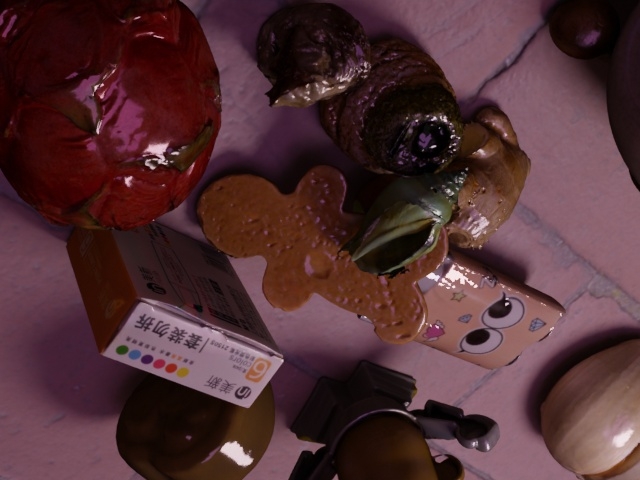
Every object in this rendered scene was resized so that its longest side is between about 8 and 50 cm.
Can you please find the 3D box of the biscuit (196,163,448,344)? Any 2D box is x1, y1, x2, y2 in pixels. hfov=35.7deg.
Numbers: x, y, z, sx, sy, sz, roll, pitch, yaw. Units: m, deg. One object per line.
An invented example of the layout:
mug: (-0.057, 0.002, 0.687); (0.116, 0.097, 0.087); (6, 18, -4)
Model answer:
biscuit: (0.000, 0.000, 1.331); (0.339, 0.047, 0.216); (17, 108, 1)

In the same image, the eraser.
eraser: (0.213, 0.098, 1.514); (0.290, 0.087, 0.171); (24, 125, -32)

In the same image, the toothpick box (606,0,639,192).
toothpick box: (0.616, -0.165, 1.302); (0.425, 0.409, 0.409); (25, 110, -44)

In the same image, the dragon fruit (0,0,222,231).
dragon fruit: (-0.240, -0.156, 1.063); (0.277, 0.277, 0.343); (-20, 114, -8)

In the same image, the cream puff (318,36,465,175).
cream puff: (0.102, -0.149, 1.265); (0.183, 0.169, 0.183); (-11, 126, -15)

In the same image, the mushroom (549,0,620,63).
mushroom: (0.373, -0.280, 1.347); (0.129, 0.072, 0.088); (25, 77, -36)

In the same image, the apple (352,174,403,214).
apple: (0.102, -0.034, 1.383); (0.099, 0.102, 0.114); (-8, 124, -14)

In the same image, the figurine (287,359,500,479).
figurine: (0.088, 0.327, 1.504); (0.342, 0.285, 0.167); (-39, 125, 4)

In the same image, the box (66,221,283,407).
box: (-0.187, 0.072, 1.235); (0.220, 0.274, 0.091); (27, 105, -31)

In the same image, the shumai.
shumai: (-0.008, -0.220, 1.196); (0.139, 0.105, 0.123); (-2, 111, -3)

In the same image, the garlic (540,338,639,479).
garlic: (0.550, 0.317, 1.749); (0.313, 0.286, 0.249); (-42, 171, 16)

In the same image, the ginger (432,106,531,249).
ginger: (0.218, -0.071, 1.386); (0.216, 0.102, 0.157); (-52, 137, -21)

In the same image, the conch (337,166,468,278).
conch: (0.107, -0.024, 1.244); (0.079, 0.095, 0.201); (-13, 144, -52)

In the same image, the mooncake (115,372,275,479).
mooncake: (-0.170, 0.236, 1.389); (0.235, 0.235, 0.117); (-38, 124, 6)
